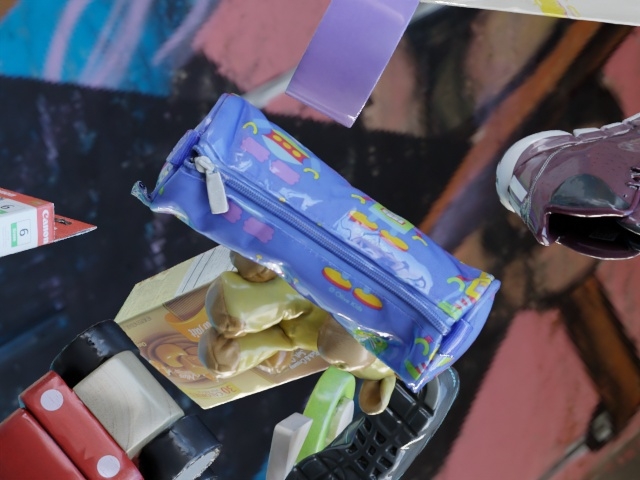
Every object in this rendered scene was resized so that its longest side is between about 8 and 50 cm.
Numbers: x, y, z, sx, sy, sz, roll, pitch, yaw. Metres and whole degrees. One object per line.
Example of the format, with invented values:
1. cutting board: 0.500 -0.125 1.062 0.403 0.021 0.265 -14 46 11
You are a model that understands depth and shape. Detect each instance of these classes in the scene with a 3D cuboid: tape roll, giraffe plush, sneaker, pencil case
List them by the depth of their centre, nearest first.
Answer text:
1. pencil case: 0.000 0.000 1.250 0.306 0.119 0.133 35 7 2
2. sneaker: 0.311 -0.049 1.364 0.162 0.281 0.106 -105 177 -57
3. giraffe plush: 0.012 0.076 1.431 0.170 0.210 0.181 32 -55 27
4. tape roll: 0.040 -0.218 1.567 0.080 0.189 0.189 28 -37 -4
5. sneaker: 0.059 0.233 1.610 0.101 0.106 0.267 47 -73 19

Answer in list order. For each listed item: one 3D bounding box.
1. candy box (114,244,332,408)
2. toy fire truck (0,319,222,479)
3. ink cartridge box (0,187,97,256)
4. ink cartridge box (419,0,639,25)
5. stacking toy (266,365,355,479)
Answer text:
1. candy box: -0.105 0.102 1.920 0.183 0.087 0.316 43 -40 -21
2. toy fire truck: -0.214 0.181 1.038 0.158 0.246 0.217 47 -21 13
3. ink cartridge box: -0.209 -0.014 0.982 0.063 0.115 0.029 15 -68 37
4. ink cartridge box: 0.076 -0.141 0.535 0.198 0.067 0.115 14 -32 41
5. stacking toy: 0.012 0.313 1.762 0.130 0.309 0.279 20 -71 12
